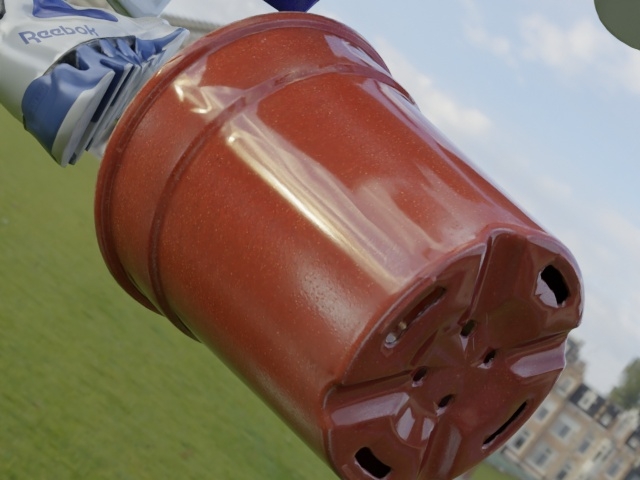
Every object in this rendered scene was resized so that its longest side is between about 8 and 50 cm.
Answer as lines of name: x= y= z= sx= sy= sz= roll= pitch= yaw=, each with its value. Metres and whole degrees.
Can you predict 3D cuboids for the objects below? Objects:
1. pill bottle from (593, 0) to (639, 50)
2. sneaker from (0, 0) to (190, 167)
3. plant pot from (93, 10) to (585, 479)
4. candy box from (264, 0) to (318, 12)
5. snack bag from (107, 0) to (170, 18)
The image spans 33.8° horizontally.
pill bottle: x=0.419 y=-0.396 z=1.200 sx=0.204 sy=0.361 sz=0.204 roll=12 pitch=-33 yaw=8
sneaker: x=-0.244 y=-0.186 z=0.974 sx=0.182 sy=0.127 sz=0.315 roll=35 pitch=17 yaw=-4
plant pot: x=0.021 y=0.016 z=0.733 sx=0.265 sy=0.272 sz=0.272 roll=43 pitch=0 yaw=43
candy box: x=-0.056 y=-0.354 z=0.760 sx=0.317 sy=0.268 sz=0.122 roll=31 pitch=44 yaw=-27
snack bag: x=-0.225 y=-0.498 z=1.322 sx=0.037 sy=0.342 sz=0.323 roll=13 pitch=-30 yaw=53
